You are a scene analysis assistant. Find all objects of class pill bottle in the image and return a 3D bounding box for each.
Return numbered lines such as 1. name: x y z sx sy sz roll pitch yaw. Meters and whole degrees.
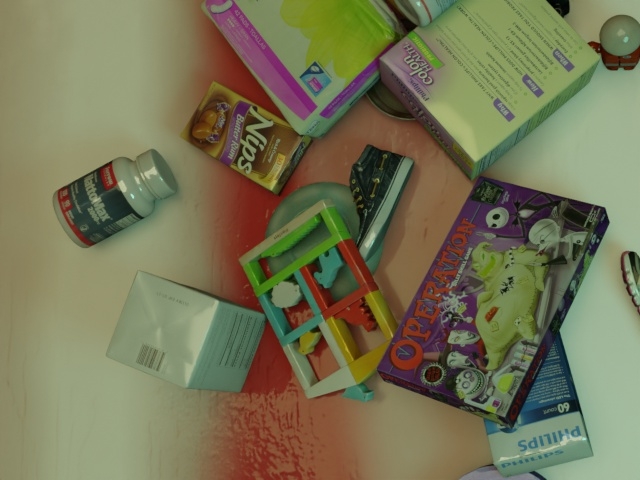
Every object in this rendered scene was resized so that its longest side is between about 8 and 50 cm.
1. pill bottle: -0.330 -0.073 1.867 0.180 0.108 0.108 -28 76 9
2. pill bottle: 0.181 -0.386 1.650 0.160 0.087 0.087 -40 74 -3

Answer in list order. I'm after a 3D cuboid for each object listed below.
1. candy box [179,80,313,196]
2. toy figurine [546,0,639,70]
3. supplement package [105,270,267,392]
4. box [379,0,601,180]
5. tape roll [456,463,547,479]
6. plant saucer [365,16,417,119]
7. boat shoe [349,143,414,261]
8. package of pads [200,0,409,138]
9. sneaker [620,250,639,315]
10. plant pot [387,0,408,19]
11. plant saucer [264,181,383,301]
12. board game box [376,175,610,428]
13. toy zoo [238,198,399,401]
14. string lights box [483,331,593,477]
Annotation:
1. candy box: -0.119 -0.164 1.855 0.187 0.053 0.109 31 89 15
2. toy figurine: 0.440 -0.377 1.693 0.209 0.148 0.213 -42 74 5
3. supplement package: -0.191 0.141 1.726 0.139 0.244 0.133 19 87 17
4. box: 0.248 -0.253 1.715 0.243 0.117 0.213 -40 79 -4
5. tape roll: 0.261 0.415 1.655 0.189 0.080 0.188 -2 81 13
6. plant saucer: 0.147 -0.268 1.814 0.169 0.029 0.168 -2 82 14
7. boat shoe: 0.073 -0.058 1.772 0.083 0.065 0.183 22 71 10
8. package of pads: -0.022 -0.344 1.805 0.229 0.101 0.296 -44 72 20
9. sneaker: 0.490 0.085 1.656 0.075 0.063 0.170 -27 81 10
10. plant pot: 0.142 -0.470 1.771 0.205 0.205 0.188 -45 59 4
11. plant saucer: 0.000 0.000 1.807 0.195 0.037 0.194 -2 81 15
12. board game box: 0.248 0.077 1.645 0.208 0.056 0.346 15 65 35
13. toy zoo: 0.009 0.109 1.749 0.192 0.030 0.293 -35 76 32
14. string lights box: 0.287 0.191 1.641 0.133 0.076 0.259 -16 59 12
